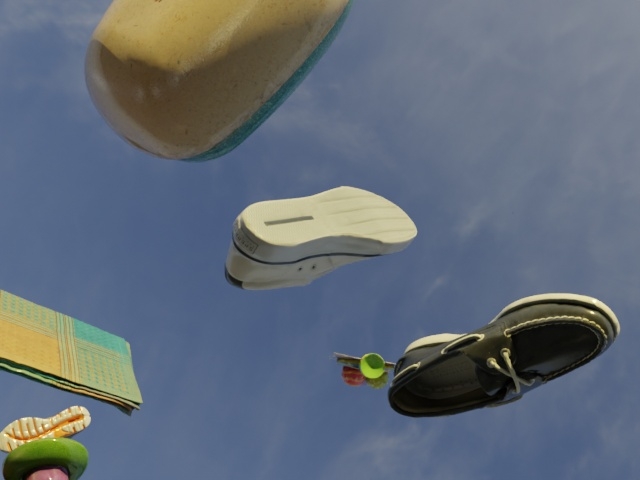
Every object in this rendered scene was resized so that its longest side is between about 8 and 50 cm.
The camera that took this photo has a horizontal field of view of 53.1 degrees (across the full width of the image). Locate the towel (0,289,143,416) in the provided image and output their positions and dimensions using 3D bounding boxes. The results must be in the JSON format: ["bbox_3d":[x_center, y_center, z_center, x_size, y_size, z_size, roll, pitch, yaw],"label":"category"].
[{"bbox_3d":[-0.525,0.196,1.216,0.370,0.271,0.040,29,-83,-29],"label":"towel"}]

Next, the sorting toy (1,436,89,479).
[{"bbox_3d":[-0.192,0.164,0.394,0.102,0.061,0.042,-18,-137,-8],"label":"sorting toy"}]

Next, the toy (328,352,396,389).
[{"bbox_3d":[0.083,0.247,1.198,0.136,0.237,0.056,10,-105,1],"label":"toy"}]

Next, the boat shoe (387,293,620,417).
[{"bbox_3d":[0.211,0.155,0.781,0.114,0.091,0.302,51,-48,-7],"label":"boat shoe"}]

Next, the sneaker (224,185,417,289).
[{"bbox_3d":[0.000,0.000,0.729,0.091,0.258,0.094,-55,-127,37],"label":"sneaker"}]

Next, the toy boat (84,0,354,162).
[{"bbox_3d":[-0.101,-0.203,0.553,0.318,0.148,0.267,36,-96,38],"label":"toy boat"}]

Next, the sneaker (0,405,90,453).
[{"bbox_3d":[-0.664,0.465,1.534,0.083,0.215,0.084,-43,-117,40],"label":"sneaker"}]
